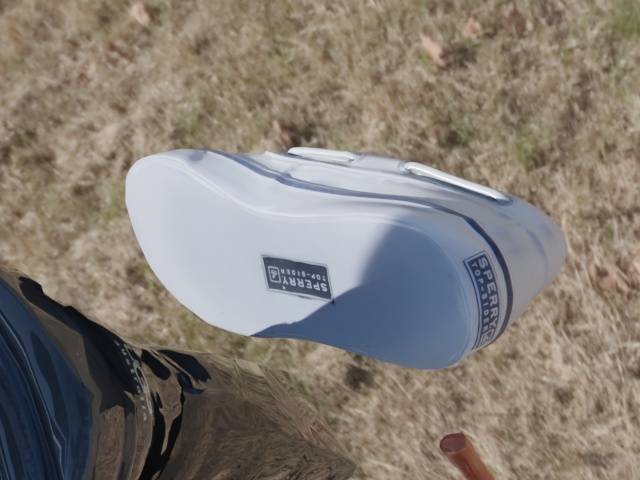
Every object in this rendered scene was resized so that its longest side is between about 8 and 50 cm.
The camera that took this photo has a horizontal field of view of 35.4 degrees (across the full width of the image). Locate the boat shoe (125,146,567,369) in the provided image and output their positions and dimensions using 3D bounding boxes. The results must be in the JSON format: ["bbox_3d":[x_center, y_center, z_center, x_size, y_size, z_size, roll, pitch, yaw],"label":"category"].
[{"bbox_3d":[0.000,0.000,0.497,0.084,0.095,0.258,-23,29,-38],"label":"boat shoe"}]

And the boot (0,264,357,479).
[{"bbox_3d":[-0.188,0.163,0.521,0.367,0.445,0.146,-23,77,5],"label":"boot"}]

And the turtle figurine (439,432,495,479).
[{"bbox_3d":[0.055,0.227,0.391,0.087,0.269,0.217,-6,34,-6],"label":"turtle figurine"}]
